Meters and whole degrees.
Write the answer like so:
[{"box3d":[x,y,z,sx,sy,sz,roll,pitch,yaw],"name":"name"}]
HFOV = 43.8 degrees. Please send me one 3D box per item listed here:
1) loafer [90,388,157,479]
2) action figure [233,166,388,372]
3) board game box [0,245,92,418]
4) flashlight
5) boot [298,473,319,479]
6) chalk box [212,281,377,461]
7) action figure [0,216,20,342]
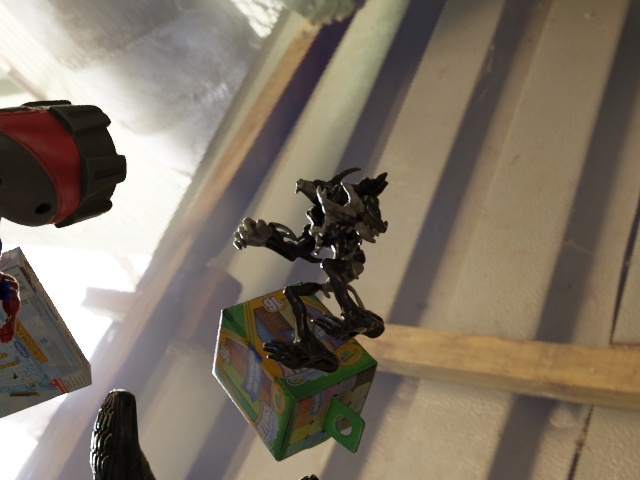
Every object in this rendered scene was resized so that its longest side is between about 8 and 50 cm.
[{"box3d":[-0.253,0.306,1.032,0.076,0.078,0.223,-11,-103,54],"name":"loafer"},{"box3d":[0.000,0.000,0.896,0.164,0.141,0.275,-32,-142,30],"name":"action figure"},{"box3d":[-0.636,0.199,1.472,0.318,0.318,0.066,-20,-144,-5],"name":"board game box"},{"box3d":[-0.272,-0.031,0.532,0.103,0.304,0.103,46,-56,12],"name":"flashlight"},{"box3d":[-0.069,0.389,0.895,0.161,0.083,0.246,-6,-116,18],"name":"boot"},{"box3d":[-0.025,0.180,1.009,0.132,0.132,0.213,-17,-132,-34],"name":"chalk box"},{"box3d":[-0.333,0.047,0.748,0.280,0.092,0.139,117,-30,-55],"name":"action figure"}]
